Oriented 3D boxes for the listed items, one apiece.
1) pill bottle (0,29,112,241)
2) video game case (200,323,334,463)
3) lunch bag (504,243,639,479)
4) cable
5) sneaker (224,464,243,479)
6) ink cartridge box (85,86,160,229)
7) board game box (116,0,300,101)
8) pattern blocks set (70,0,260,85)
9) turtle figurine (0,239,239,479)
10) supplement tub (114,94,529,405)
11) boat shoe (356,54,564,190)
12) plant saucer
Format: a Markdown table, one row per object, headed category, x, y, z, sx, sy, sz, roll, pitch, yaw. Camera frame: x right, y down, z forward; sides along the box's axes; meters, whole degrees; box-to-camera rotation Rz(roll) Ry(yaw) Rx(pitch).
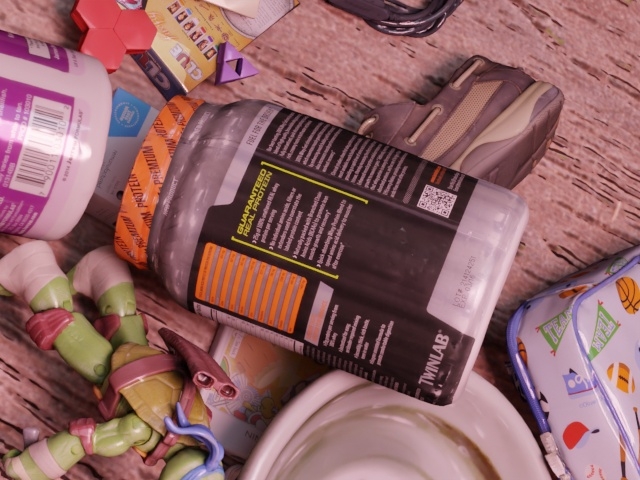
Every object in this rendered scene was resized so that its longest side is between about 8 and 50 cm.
| category | x | y | z | sx | sy | sz | roll | pitch | yaw |
| --- | --- | --- | --- | --- | --- | --- | --- | --- | --- |
| pill bottle | -0.340 | -0.109 | 1.427 | 0.301 | 0.169 | 0.169 | 14 | 72 | -24 |
| video game case | -0.004 | 0.120 | 1.625 | 0.206 | 0.026 | 0.227 | 28 | 66 | -19 |
| lunch bag | 0.312 | 0.140 | 1.693 | 0.303 | 0.115 | 0.243 | -25 | 92 | -49 |
| cable | 0.069 | -0.288 | 1.756 | 0.184 | 0.047 | 0.150 | 17 | 66 | -20 |
| sneaker | -0.058 | 0.256 | 1.554 | 0.040 | 0.044 | 0.109 | -17 | 88 | -31 |
| ink cartridge box | -0.140 | -0.048 | 1.575 | 0.180 | 0.060 | 0.104 | 30 | 66 | -18 |
| board game box | -0.155 | -0.273 | 1.633 | 0.165 | 0.042 | 0.243 | -42 | 98 | -29 |
| pattern blocks set | -0.114 | -0.305 | 1.621 | 0.285 | 0.026 | 0.325 | 2 | 77 | -27 |
| turtle figurine | -0.193 | 0.149 | 1.456 | 0.198 | 0.275 | 0.266 | -18 | 63 | -22 |
| supplement tub | 0.000 | 0.000 | 1.444 | 0.316 | 0.193 | 0.193 | 21 | 67 | 6 |
| boat shoe | 0.092 | -0.062 | 1.673 | 0.130 | 0.132 | 0.355 | 37 | 52 | 20 |
| plant saucer | 0.048 | 0.299 | 1.539 | 0.400 | 0.100 | 0.400 | 3 | 84 | -39 |
